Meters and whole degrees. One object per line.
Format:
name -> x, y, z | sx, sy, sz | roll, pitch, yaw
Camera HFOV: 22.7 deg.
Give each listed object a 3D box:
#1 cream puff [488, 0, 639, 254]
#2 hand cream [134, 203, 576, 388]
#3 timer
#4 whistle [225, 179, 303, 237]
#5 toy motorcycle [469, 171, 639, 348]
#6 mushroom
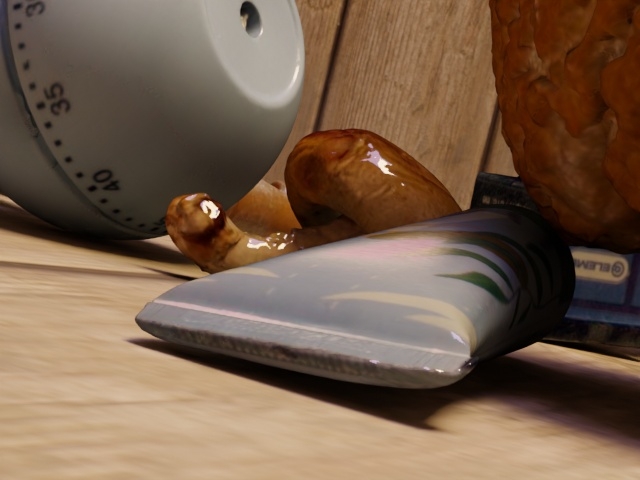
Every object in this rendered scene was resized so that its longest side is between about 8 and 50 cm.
cream puff -> 0.192, -0.047, 0.547 | 0.303, 0.212, 0.303 | 20, 40, -18
hand cream -> 0.036, 0.021, 0.503 | 0.088, 0.055, 0.256 | 12, 8, 19
timer -> -0.125, -0.088, 0.726 | 0.255, 0.175, 0.175 | 14, 2, 34
whistle -> -0.095, -0.034, 0.907 | 0.220, 0.057, 0.107 | 17, -13, -28
toy motorcycle -> 0.248, -0.021, 0.840 | 0.359, 0.212, 0.125 | 8, 7, -26
mushroom -> 0.004, -0.010, 0.639 | 0.130, 0.072, 0.088 | 13, 8, -27
